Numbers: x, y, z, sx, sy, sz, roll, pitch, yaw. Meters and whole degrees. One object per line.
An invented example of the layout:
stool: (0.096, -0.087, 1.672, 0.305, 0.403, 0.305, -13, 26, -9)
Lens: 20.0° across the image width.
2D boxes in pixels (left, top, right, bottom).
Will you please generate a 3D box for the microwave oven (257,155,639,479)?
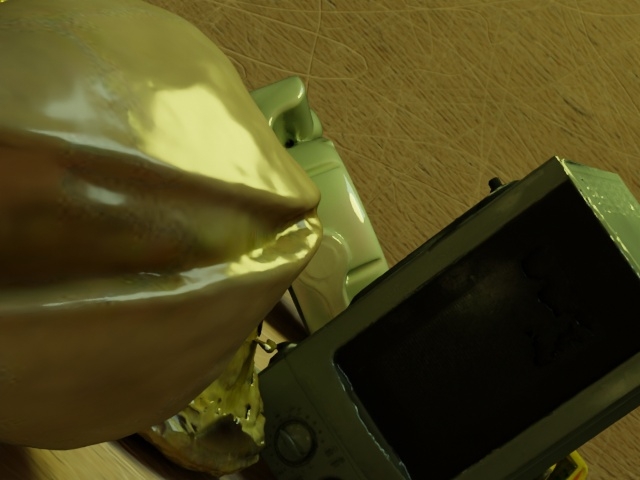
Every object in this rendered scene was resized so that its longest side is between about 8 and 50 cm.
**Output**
microwave oven: (0.117, 0.086, 1.322, 0.181, 0.295, 0.237, 56, 17, 12)

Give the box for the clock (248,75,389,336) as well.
clock: (0.000, 0.000, 2.020, 0.265, 0.109, 0.324, 79, -12, -71)

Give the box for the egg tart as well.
egg tart: (-0.114, 0.049, 1.187, 0.241, 0.106, 0.241, 42, 9, -9)

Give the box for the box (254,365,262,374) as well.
box: (0.002, 0.172, 1.449, 0.218, 0.039, 0.055, 41, 4, -36)

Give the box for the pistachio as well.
pistachio: (-0.128, -0.011, 0.874, 0.238, 0.229, 0.321, 0, 1, 23)

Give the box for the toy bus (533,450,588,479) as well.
toy bus: (0.185, 0.217, 1.975, 0.152, 0.144, 0.330, 44, 3, -17)

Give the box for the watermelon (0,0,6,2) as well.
watermelon: (-0.317, -0.200, 1.439, 0.204, 0.127, 0.232, 38, 9, -49)
